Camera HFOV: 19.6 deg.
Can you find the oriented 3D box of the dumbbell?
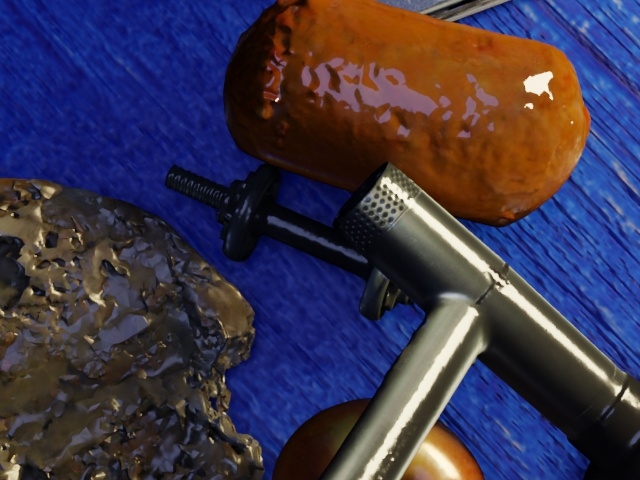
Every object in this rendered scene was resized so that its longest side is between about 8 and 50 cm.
[{"bbox_3d":[0.000,0.000,1.387,0.254,0.081,0.081,24,86,8],"label":"dumbbell"}]

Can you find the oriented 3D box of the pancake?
[{"bbox_3d":[-0.217,0.138,1.370,0.382,0.071,0.382,1,85,-7],"label":"pancake"}]

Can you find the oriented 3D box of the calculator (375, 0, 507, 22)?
[{"bbox_3d":[0.123,-0.262,1.432,0.274,0.028,0.166,-21,82,2],"label":"calculator"}]

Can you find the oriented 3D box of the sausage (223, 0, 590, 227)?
[{"bbox_3d":[0.063,-0.097,1.352,0.268,0.153,0.141,14,93,0],"label":"sausage"}]

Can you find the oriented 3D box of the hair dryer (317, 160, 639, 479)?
[{"bbox_3d":[0.105,0.142,1.260,0.320,0.156,0.284,33,70,-10],"label":"hair dryer"}]

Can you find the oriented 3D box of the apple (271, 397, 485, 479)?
[{"bbox_3d":[0.040,0.194,1.336,0.163,0.139,0.163,1,80,-8],"label":"apple"}]
